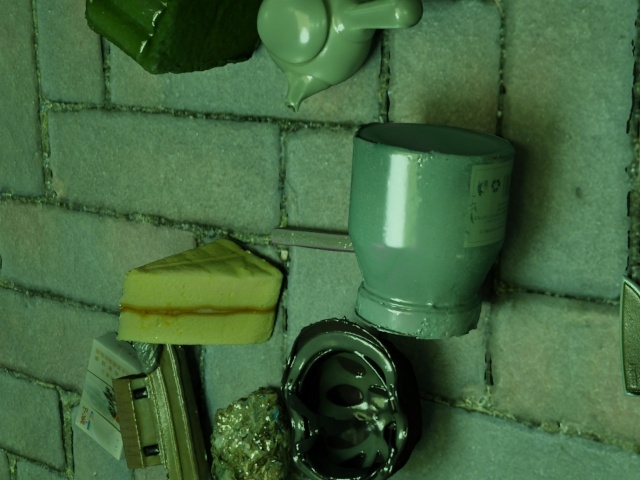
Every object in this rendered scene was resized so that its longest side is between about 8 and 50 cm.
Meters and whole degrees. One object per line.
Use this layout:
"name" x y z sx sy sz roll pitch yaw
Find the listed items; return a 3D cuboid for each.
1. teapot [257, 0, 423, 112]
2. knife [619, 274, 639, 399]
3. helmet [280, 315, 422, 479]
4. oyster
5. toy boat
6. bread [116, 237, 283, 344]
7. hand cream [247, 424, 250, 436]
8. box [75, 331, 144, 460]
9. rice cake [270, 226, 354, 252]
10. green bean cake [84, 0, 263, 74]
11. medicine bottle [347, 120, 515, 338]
"teapot" 0.023 -0.368 1.693 0.318 0.149 0.219 -32 81 40
"knife" 0.471 0.219 1.553 0.061 0.027 0.342 -1 100 43
"helmet" 0.072 0.267 1.785 0.225 0.177 0.305 4 96 32
"oyster" -0.129 0.398 2.010 0.198 0.092 0.259 44 107 32
"toy boat" -0.319 0.374 2.116 0.136 0.162 0.445 176 82 -80
"bread" -0.217 0.123 1.928 0.163 0.264 0.167 29 123 32
"hand cream" -0.125 0.390 2.069 0.102 0.022 0.035 53 123 22
"box" -0.439 0.334 2.275 0.149 0.067 0.233 32 118 30
"rice cake" 0.000 0.000 1.863 0.207 0.047 0.036 6 98 36
"green bean cake" -0.215 -0.456 1.744 0.218 0.335 0.319 40 118 24
"medicine bottle" 0.157 -0.017 1.606 0.245 0.245 0.289 17 110 35
